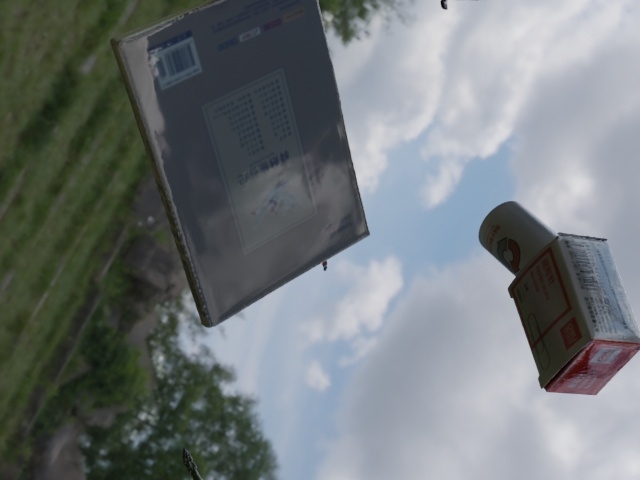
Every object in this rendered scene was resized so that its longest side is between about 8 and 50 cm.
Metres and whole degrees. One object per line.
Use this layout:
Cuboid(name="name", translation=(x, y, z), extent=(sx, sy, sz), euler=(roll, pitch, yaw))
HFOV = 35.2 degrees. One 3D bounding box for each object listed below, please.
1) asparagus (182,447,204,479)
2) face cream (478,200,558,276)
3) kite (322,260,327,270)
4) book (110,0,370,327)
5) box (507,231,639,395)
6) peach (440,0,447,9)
Cuboid(name="asparagus", translation=(-0.141, 0.301, 1.226), extent=(0.015, 0.114, 0.014), euler=(-45, 150, 9))
Cuboid(name="face cream", translation=(0.349, 0.031, 1.587), extent=(0.096, 0.095, 0.214), euler=(-56, -137, 14))
Cuboid(name="kite", translation=(0.000, 0.000, 1.225), extent=(0.122, 0.004, 0.090), euler=(-31, 129, -37))
Cuboid(name="book", translation=(-0.065, -0.089, 0.989), extent=(0.217, 0.310, 0.021), euler=(-30, -146, -26))
Cuboid(name="box", translation=(0.344, 0.100, 1.373), extent=(0.133, 0.099, 0.182), euler=(120, -30, -46))
Cuboid(name="peach", translation=(0.146, -0.335, 0.866), extent=(0.338, 0.281, 0.281), euler=(-32, 177, -31))
